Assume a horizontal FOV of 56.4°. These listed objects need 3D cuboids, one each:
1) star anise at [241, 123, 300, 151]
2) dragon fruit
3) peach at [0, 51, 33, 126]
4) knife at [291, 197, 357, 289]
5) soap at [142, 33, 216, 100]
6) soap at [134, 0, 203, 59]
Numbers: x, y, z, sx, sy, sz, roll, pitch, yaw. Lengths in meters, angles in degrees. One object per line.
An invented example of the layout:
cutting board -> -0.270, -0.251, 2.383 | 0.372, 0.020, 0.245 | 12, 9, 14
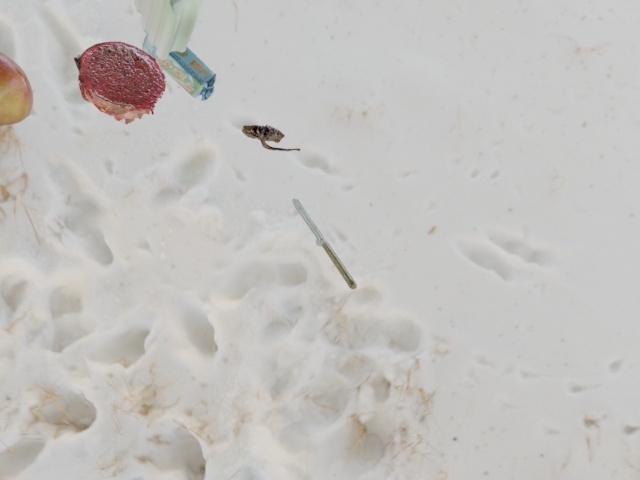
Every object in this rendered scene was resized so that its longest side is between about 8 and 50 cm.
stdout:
star anise -> -0.143, -0.305, 1.774 | 0.191, 0.097, 0.070 | 16, 90, 22
dragon fruit -> -0.361, -0.261, 1.049 | 0.153, 0.111, 0.153 | 16, 53, -22
peach -> -0.748, -0.345, 1.320 | 0.197, 0.197, 0.197 | 4, 66, -9
knife -> 0.000, 0.001, 1.418 | 0.027, 0.061, 0.343 | -37, 52, 3
soap -> -0.470, -0.592, 1.993 | 0.293, 0.156, 0.077 | 42, 72, -18
soap -> -0.413, -0.631, 1.605 | 0.095, 0.289, 0.173 | -30, 93, -23
